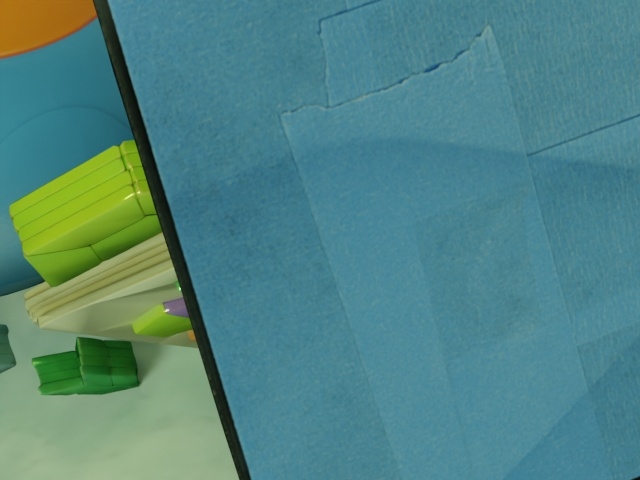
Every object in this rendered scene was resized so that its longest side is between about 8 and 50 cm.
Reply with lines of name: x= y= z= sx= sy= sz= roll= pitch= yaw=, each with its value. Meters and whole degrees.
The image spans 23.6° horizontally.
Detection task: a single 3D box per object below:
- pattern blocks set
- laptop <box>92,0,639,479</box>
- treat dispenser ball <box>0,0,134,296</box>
pattern blocks set: x=0.000 y=0.000 z=0.562 sx=0.324 sy=0.285 sz=0.026 roll=-27 pitch=73 yaw=33
laptop: x=0.188 y=0.058 z=0.398 sx=0.381 sy=0.236 sz=0.408 roll=-20 pitch=59 yaw=-12
treat dispenser ball: x=-0.174 y=-0.115 z=0.665 sx=0.288 sy=0.288 sz=0.288 roll=-6 pitch=53 yaw=8
